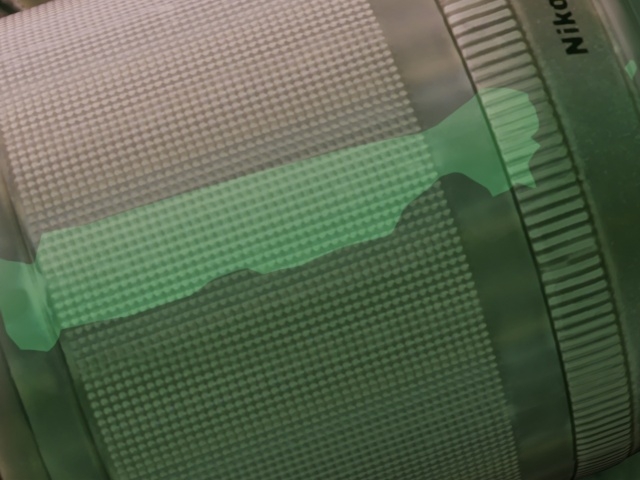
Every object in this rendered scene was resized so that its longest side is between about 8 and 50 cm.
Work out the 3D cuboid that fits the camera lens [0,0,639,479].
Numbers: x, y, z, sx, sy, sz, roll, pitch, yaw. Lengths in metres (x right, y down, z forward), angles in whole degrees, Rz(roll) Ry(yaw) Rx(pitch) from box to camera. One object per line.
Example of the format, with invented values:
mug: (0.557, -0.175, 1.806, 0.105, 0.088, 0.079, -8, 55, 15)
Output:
camera lens: (0.000, 0.000, 0.613, 0.274, 0.219, 0.219, -19, 77, -4)
